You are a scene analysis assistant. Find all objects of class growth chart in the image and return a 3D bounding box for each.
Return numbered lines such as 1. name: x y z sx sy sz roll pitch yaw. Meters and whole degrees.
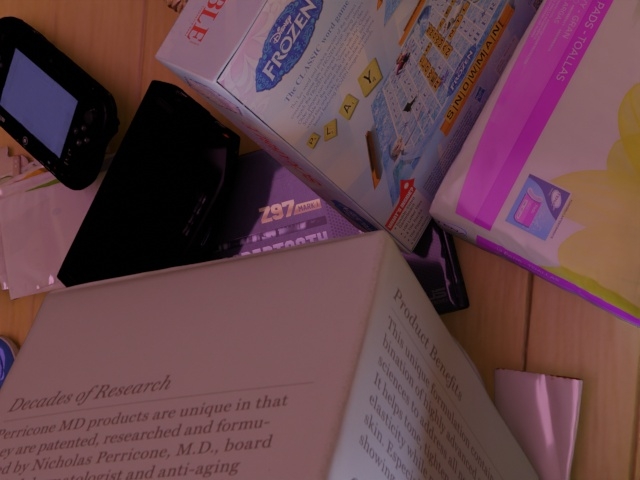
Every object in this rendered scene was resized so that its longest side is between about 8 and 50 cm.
1. growth chart: -0.248 -0.024 1.289 0.237 0.021 0.171 -9 73 19

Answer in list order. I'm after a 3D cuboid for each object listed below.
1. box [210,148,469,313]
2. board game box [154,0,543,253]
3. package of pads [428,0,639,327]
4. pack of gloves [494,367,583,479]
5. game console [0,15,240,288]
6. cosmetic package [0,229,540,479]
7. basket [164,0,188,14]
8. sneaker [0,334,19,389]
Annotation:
1. box: 0.000 0.000 1.185 0.233 0.059 0.183 -14 84 12
2. board game box: 0.060 -0.190 1.003 0.066 0.318 0.318 26 82 35
3. package of pads: 0.259 -0.094 1.065 0.229 0.101 0.296 28 90 16
4. pack of gloves: 0.134 0.225 1.168 0.195 0.046 0.232 5 88 31
5. game console: -0.221 -0.078 1.232 0.361 0.044 0.213 40 110 33
6. cosmetic package: -0.059 0.261 0.967 0.328 0.329 0.393 -11 41 28
7. basket: -0.050 -0.287 1.123 0.299 0.223 0.213 42 103 19
8. sneaker: -0.350 0.168 1.304 0.058 0.084 0.152 25 98 18
